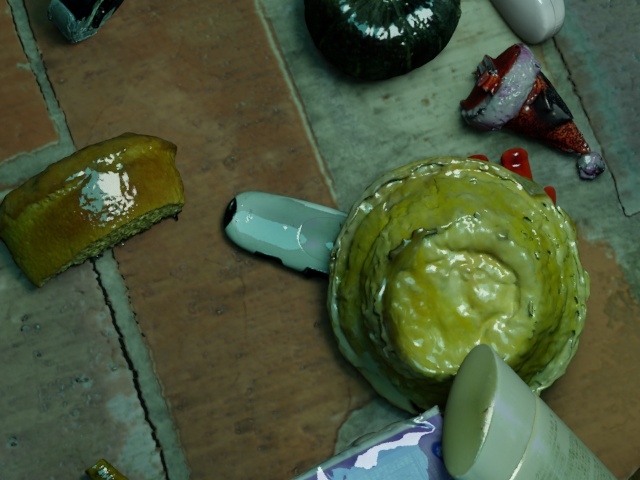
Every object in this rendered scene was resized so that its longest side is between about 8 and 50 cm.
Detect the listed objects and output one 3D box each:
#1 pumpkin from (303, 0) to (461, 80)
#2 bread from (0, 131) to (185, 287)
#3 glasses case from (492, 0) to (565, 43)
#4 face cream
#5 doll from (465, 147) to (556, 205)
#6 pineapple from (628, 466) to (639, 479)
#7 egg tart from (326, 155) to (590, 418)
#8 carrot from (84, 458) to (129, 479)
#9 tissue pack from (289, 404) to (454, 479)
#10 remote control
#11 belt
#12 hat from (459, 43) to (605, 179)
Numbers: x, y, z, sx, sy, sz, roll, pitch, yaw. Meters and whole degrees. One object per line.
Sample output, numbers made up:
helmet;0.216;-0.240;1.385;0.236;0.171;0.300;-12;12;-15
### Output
pumpkin;0.080;-0.314;1.958;0.211;0.152;0.212;-2;75;8
bread;-0.283;-0.054;1.861;0.260;0.134;0.129;-29;82;-12
glasses case;0.241;-0.403;2.019;0.075;0.113;0.297;-25;81;-13
face cream;0.269;0.294;1.780;0.348;0.081;0.173;45;49;-24
doll;0.248;0.002;1.943;0.142;0.076;0.245;-8;73;-1
pineapple;0.555;0.365;1.821;0.223;0.223;0.357;-38;88;-14
egg tart;0.170;0.069;1.836;0.345;0.132;0.345;0;98;2
carrot;-0.217;0.329;1.824;0.170;0.042;0.042;41;75;6
tissue pack;0.100;0.398;1.783;0.242;0.160;0.338;-24;79;-13
remote control;-0.001;0.000;1.927;0.256;0.045;0.097;14;75;-1
belt;-0.295;-0.318;1.931;0.058;0.105;0.140;45;120;6
hat;0.293;-0.161;1.969;0.227;0.140;0.129;37;85;-10
